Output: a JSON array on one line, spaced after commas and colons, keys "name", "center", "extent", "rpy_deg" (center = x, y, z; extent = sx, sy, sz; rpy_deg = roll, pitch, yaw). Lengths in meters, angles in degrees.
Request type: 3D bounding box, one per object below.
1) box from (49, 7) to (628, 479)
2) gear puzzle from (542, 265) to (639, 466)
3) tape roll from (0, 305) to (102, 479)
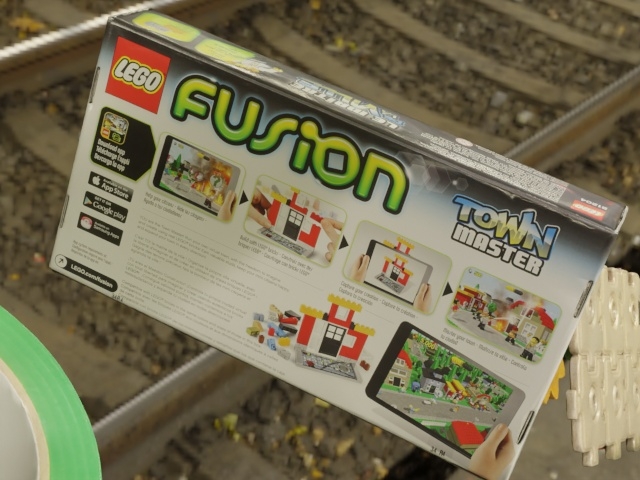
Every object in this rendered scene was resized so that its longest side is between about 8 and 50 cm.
[{"name": "box", "center": [0.000, 0.000, 0.453], "extent": [0.207, 0.114, 0.036], "rpy_deg": [25, 24, 12]}, {"name": "gear puzzle", "center": [0.222, 0.104, 1.003], "extent": [0.044, 0.175, 0.339], "rpy_deg": [-4, -6, 27]}, {"name": "tape roll", "center": [-0.304, 0.146, 0.764], "extent": [0.321, 0.077, 0.321], "rpy_deg": [28, 35, -22]}]
